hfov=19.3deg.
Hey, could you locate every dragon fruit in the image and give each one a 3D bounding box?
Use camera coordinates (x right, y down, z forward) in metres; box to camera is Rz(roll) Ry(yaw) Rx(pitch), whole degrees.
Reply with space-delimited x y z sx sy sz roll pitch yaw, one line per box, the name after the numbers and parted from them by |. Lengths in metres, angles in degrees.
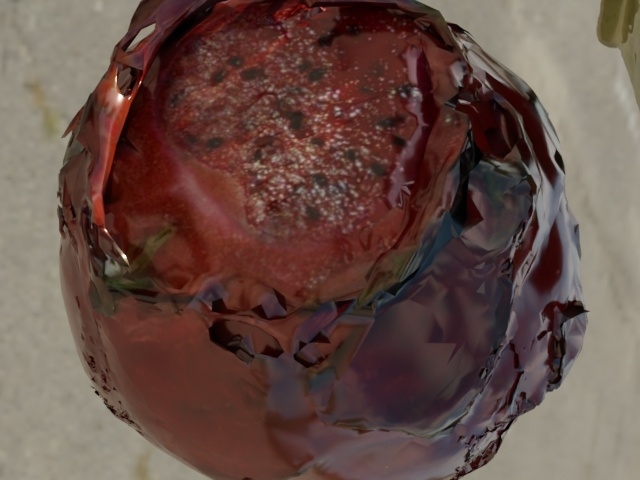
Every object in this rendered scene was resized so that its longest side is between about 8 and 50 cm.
0.000 0.000 1.017 0.302 0.296 0.295 29 70 -70 | dragon fruit

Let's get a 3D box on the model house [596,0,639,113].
0.308 -0.131 1.033 0.266 0.321 0.261 -97 -170 -50 | model house
